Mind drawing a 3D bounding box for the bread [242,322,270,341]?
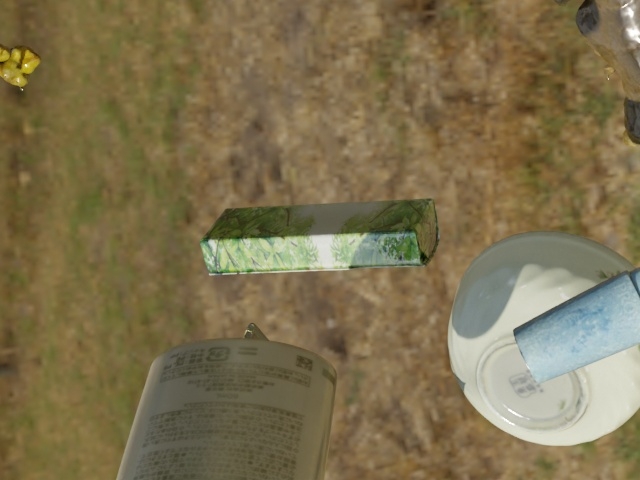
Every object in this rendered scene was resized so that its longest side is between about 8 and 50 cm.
[{"bbox_3d":[-0.104,0.178,2.375,0.062,0.043,0.109,-7,134,41],"label":"bread"}]

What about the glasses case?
[{"bbox_3d":[0.000,0.000,1.792,0.272,0.095,0.062,-2,116,21],"label":"glasses case"}]

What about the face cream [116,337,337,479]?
[{"bbox_3d":[-0.085,0.215,1.214,0.349,0.173,0.081,-81,-9,-54],"label":"face cream"}]

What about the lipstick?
[{"bbox_3d":[0.315,0.051,1.390,0.274,0.061,0.068,-26,79,11],"label":"lipstick"}]

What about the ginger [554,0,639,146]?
[{"bbox_3d":[0.330,-0.226,1.576,0.166,0.080,0.333,-6,124,36],"label":"ginger"}]

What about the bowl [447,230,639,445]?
[{"bbox_3d":[0.273,0.139,1.802,0.277,0.145,0.277,11,122,18],"label":"bowl"}]

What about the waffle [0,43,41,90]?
[{"bbox_3d":[-0.465,-0.252,1.670,0.293,0.259,0.069,38,107,59],"label":"waffle"}]
